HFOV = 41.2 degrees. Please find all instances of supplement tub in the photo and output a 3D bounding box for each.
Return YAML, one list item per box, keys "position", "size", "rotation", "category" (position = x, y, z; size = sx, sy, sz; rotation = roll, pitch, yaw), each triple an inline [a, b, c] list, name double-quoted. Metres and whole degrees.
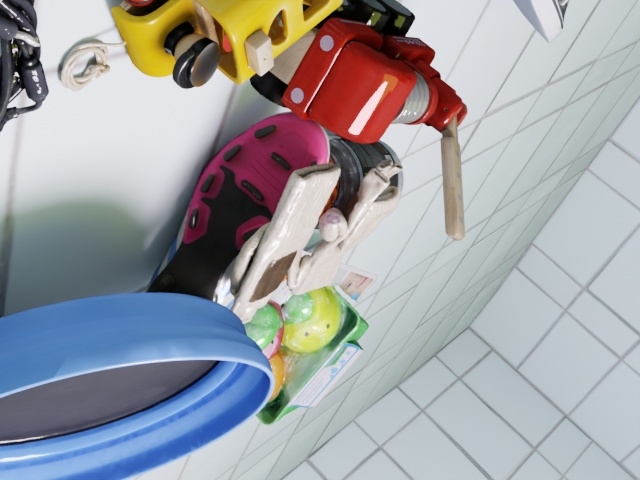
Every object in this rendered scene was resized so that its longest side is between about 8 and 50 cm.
- position: [0.019, -0.075, 1.069]
  size: [0.117, 0.117, 0.190]
  rotation: [-54, 160, 21]
  category: "supplement tub"

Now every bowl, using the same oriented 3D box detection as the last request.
- position: [-0.241, 0.166, 0.838]
  size: [0.391, 0.077, 0.391]
  rotation: [-17, 156, -8]
  category: "bowl"

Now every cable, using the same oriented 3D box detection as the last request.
- position: [-0.251, -0.100, 0.530]
  size: [0.184, 0.047, 0.150]
  rotation: [-31, 156, -38]
  category: "cable"

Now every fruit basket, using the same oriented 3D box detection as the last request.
- position: [-0.080, 0.156, 1.264]
  size: [0.327, 0.165, 0.353]
  rotation: [-50, 158, 10]
  category: "fruit basket"

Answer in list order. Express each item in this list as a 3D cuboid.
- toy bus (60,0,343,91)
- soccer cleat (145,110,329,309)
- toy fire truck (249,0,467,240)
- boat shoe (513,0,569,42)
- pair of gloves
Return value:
- position: [-0.074, -0.177, 0.671]
  size: [0.191, 0.104, 0.202]
  rotation: [-19, 147, -55]
  category: "toy bus"
- position: [-0.101, -0.014, 0.980]
  size: [0.331, 0.116, 0.143]
  rotation: [-53, -179, 17]
  category: "soccer cleat"
- position: [0.074, -0.127, 0.870]
  size: [0.217, 0.246, 0.158]
  rotation: [-16, 143, -58]
  category: "toy fire truck"
- position: [0.293, -0.358, 1.096]
  size: [0.105, 0.113, 0.306]
  rotation: [-35, 154, 11]
  category: "boat shoe"
- position: [0.000, 0.000, 0.940]
  size: [0.204, 0.042, 0.240]
  rotation: [-55, 159, 25]
  category: "pair of gloves"
